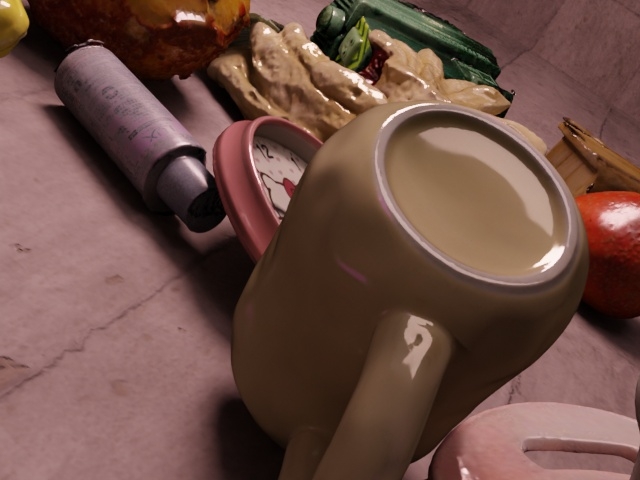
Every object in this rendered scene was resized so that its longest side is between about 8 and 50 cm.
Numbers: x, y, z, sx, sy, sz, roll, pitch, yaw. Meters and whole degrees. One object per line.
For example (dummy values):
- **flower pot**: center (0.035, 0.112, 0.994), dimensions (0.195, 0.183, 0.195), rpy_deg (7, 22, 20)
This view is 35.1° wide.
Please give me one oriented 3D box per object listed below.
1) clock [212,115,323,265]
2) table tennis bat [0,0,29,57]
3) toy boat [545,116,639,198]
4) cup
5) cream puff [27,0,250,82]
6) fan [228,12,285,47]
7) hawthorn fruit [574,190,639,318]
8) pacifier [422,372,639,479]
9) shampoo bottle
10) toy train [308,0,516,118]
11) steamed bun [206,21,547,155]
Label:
- **clock**: center (-0.001, 0.001, 0.846), dimensions (0.244, 0.056, 0.244), rpy_deg (43, 25, -25)
- **table tennis bat**: center (-0.322, -0.289, 0.941), dimensions (0.054, 0.224, 0.369), rpy_deg (71, -1, -49)
- **toy boat**: center (0.485, -0.041, 1.557), dimensions (0.445, 0.136, 0.162), rpy_deg (27, 27, -27)
- **cup**: center (0.024, 0.048, 0.594), dimensions (0.173, 0.202, 0.255), rpy_deg (45, 49, 11)
- **cream puff**: center (-0.187, -0.253, 1.038), dimensions (0.240, 0.164, 0.240), rpy_deg (15, 18, -5)
- **fan**: center (-0.099, -0.257, 1.251), dimensions (0.131, 0.009, 0.240), rpy_deg (1, 2, -1)
- **hawthorn fruit**: center (0.332, -0.016, 1.279), dimensions (0.165, 0.165, 0.285), rpy_deg (16, 18, -35)
- **pacifier**: center (0.192, 0.182, 0.582), dimensions (0.220, 0.273, 0.332), rpy_deg (41, 18, -24)
- **shampoo bottle**: center (-0.151, -0.086, 0.860), dimensions (0.072, 0.072, 0.214), rpy_deg (4, 34, -50)
- **toy train**: center (0.147, -0.261, 1.542), dimensions (0.330, 0.138, 0.178), rpy_deg (20, 30, -27)
- **steamed bun**: center (0.092, -0.119, 1.117), dimensions (0.247, 0.189, 0.428), rpy_deg (16, 26, -52)
